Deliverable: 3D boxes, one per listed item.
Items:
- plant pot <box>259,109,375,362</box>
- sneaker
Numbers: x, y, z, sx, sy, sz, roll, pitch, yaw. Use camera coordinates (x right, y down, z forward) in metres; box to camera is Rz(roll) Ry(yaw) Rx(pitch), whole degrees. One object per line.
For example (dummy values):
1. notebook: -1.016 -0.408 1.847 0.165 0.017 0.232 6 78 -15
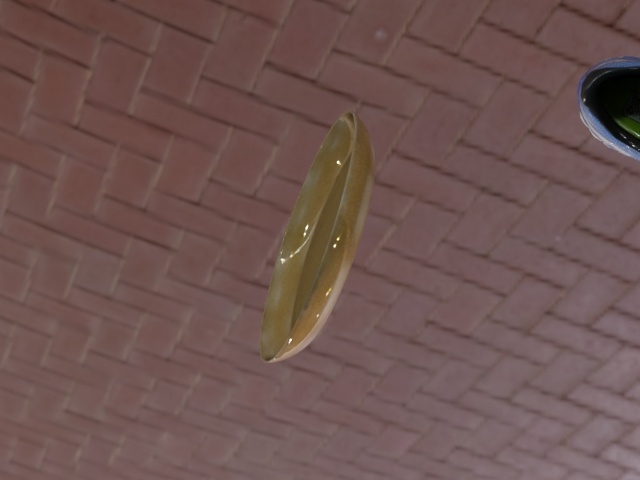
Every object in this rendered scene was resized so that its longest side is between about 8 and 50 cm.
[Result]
1. plant pot: 0.000 0.000 1.128 0.032 0.236 0.236 18 144 -11
2. sneaker: 0.398 -0.090 1.247 0.330 0.129 0.147 23 -168 19
